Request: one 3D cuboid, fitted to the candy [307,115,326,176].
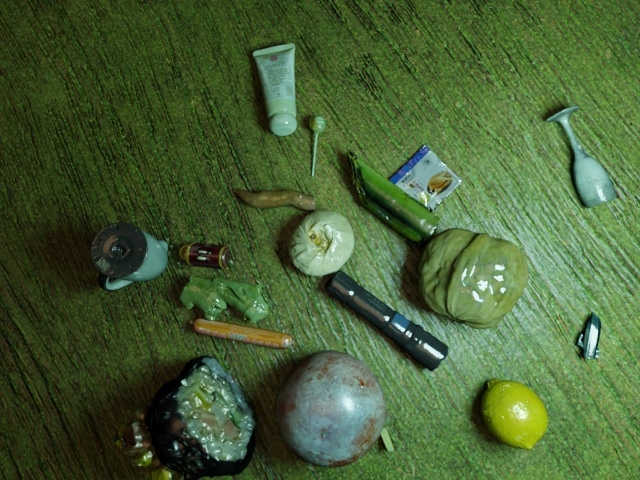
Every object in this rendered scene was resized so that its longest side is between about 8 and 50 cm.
[{"bbox_3d":[-0.019,-0.311,1.437,0.061,0.061,0.203,6,93,5],"label":"candy"}]

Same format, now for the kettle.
[{"bbox_3d":[-0.590,0.066,1.338,0.161,0.236,0.221,41,82,5],"label":"kettle"}]

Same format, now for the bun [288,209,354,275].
[{"bbox_3d":[0.000,0.000,1.348,0.222,0.127,0.222,-1,69,3],"label":"bun"}]

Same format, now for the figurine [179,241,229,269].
[{"bbox_3d":[-0.381,0.049,1.398,0.154,0.098,0.083,6,88,2],"label":"figurine"}]

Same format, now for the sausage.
[{"bbox_3d":[-0.251,0.296,1.385,0.347,0.053,0.053,9,85,5],"label":"sausage"}]

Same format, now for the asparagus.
[{"bbox_3d":[0.204,-0.129,1.370,0.382,0.108,0.128,39,113,8],"label":"asparagus"}]

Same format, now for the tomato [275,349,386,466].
[{"bbox_3d":[0.030,0.476,1.244,0.316,0.282,0.317,1,97,5],"label":"tomato"}]

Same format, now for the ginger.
[{"bbox_3d":[-0.307,0.189,1.387,0.289,0.089,0.137,4,66,0],"label":"ginger"}]

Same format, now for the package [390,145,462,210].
[{"bbox_3d":[0.340,-0.192,1.404,0.171,0.027,0.173,-45,88,-1],"label":"package"}]

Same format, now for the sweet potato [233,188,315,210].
[{"bbox_3d":[-0.156,-0.136,1.419,0.281,0.059,0.067,4,75,3],"label":"sweet potato"}]

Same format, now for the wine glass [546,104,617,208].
[{"bbox_3d":[0.731,-0.230,1.318,0.264,0.096,0.310,-18,84,-18],"label":"wine glass"}]

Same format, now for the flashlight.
[{"bbox_3d":[0.195,0.241,1.338,0.424,0.103,0.103,35,88,8],"label":"flashlight"}]

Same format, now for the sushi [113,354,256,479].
[{"bbox_3d":[-0.380,0.548,1.254,0.285,0.328,0.329,-40,100,11],"label":"sushi"}]

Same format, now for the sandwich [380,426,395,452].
[{"bbox_3d":[0.204,0.616,1.329,0.030,0.044,0.083,-17,40,-2],"label":"sandwich"}]

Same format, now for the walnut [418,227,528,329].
[{"bbox_3d":[0.430,0.109,1.253,0.253,0.282,0.277,21,91,-34],"label":"walnut"}]

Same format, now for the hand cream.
[{"bbox_3d":[-0.140,-0.502,1.439,0.147,0.093,0.306,-9,82,9],"label":"hand cream"}]

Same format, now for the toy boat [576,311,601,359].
[{"bbox_3d":[0.812,0.285,1.309,0.060,0.055,0.141,10,85,28],"label":"toy boat"}]

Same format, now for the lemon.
[{"bbox_3d":[0.552,0.493,1.251,0.173,0.173,0.206,-33,60,0],"label":"lemon"}]
